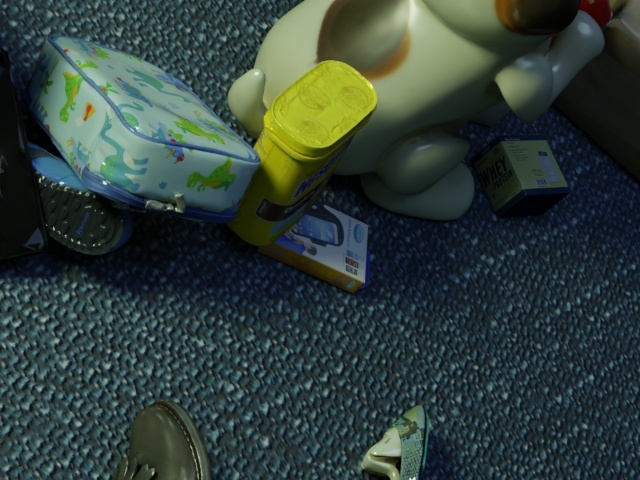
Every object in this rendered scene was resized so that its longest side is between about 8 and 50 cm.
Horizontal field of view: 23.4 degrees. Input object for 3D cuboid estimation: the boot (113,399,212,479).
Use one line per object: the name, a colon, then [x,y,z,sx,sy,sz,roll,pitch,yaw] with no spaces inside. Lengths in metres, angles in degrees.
boot: [-0.208,0.229,1.247,0.229,0.091,0.263,18,52,-29]

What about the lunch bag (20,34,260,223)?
lunch bag: [-0.168,-0.103,1.461,0.176,0.090,0.219,10,25,-43]

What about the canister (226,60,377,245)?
canister: [-0.024,-0.083,1.530,0.073,0.170,0.126,40,49,8]

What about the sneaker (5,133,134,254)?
sneaker: [-0.268,-0.055,1.436,0.209,0.069,0.082,32,8,-3]

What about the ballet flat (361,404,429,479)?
ballet flat: [0.069,0.234,1.492,0.070,0.070,0.188,27,43,-21]

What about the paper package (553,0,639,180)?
paper package: [0.497,-0.218,2.088,0.325,0.168,0.309,41,43,-7]

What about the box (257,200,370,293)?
box: [0.000,0.000,1.628,0.136,0.028,0.081,23,48,-22]

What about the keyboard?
keyboard: [-0.312,-0.072,1.382,0.100,0.038,0.192,-12,91,-25]

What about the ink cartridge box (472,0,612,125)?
ink cartridge box: [0.237,-0.258,1.856,0.078,0.231,0.134,14,52,-32]

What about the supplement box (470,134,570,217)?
supplement box: [0.241,-0.078,1.858,0.083,0.056,0.083,-4,63,-41]

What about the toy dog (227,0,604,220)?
toy dog: [0.120,-0.251,1.627,0.395,0.408,0.285,4,57,-37]
